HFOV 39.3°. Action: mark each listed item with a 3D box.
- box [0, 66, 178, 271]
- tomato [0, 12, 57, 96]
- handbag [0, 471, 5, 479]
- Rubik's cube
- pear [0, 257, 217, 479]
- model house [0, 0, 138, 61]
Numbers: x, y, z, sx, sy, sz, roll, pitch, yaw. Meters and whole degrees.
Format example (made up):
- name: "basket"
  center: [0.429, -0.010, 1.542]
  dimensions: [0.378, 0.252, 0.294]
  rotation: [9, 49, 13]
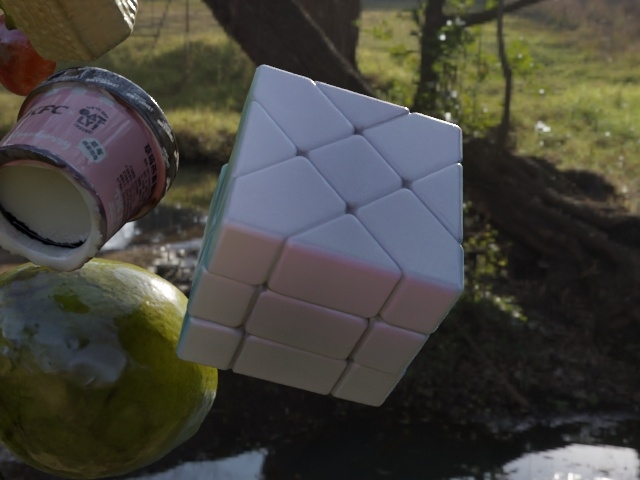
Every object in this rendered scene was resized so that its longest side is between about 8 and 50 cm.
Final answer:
- name: "box"
  center: [-0.220, -0.057, 0.788]
  dimensions: [0.151, 0.151, 0.135]
  rotation: [4, 35, 17]
- name: "tomato"
  center: [-0.548, -0.335, 1.596]
  dimensions: [0.155, 0.156, 0.069]
  rotation: [6, 18, 26]
- name: "handbag"
  center: [-0.520, 0.363, 1.361]
  dimensions: [0.072, 0.111, 0.047]
  rotation: [-42, 40, -13]
- name: "Rubik's cube"
  center: [0.000, 0.000, 1.268]
  dimensions: [0.318, 0.316, 0.322]
  rotation: [16, 47, -9]
- name: "pear"
  center: [-0.356, 0.202, 1.423]
  dimensions: [0.413, 0.352, 0.352]
  rotation: [21, -1, -32]
- name: "model house"
  center: [-0.346, -0.337, 1.137]
  dimensions: [0.175, 0.193, 0.234]
  rotation: [-32, 45, -8]
